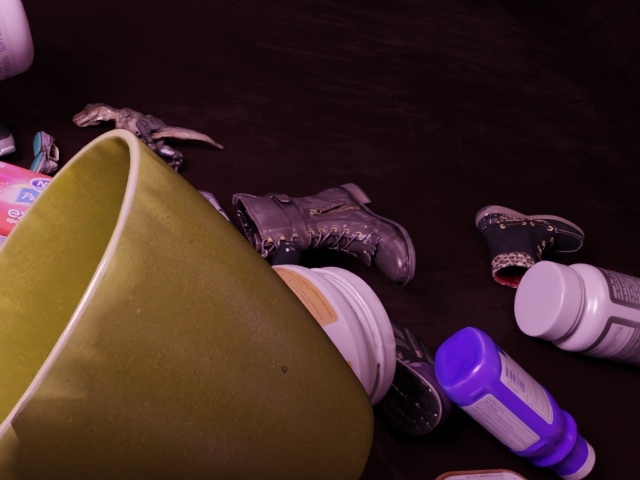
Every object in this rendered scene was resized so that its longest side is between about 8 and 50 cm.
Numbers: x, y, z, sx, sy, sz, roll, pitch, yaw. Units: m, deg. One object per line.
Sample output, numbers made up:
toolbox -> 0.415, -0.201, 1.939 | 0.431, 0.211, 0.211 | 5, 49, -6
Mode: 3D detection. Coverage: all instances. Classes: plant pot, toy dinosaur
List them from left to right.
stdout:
toy dinosaur -> -0.285, -0.178, 1.259 | 0.268, 0.064, 0.118 | 14, 33, -24
plant pot -> -0.104, 0.108, 0.571 | 0.293, 0.275, 0.274 | 34, 31, -31

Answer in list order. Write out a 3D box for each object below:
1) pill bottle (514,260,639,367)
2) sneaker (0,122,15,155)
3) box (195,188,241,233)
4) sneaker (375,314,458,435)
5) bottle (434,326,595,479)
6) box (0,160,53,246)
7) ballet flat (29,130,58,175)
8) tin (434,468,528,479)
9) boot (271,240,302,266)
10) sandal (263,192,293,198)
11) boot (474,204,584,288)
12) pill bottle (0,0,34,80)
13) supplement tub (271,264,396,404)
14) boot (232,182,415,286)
pill bottle -> 0.507, 0.132, 1.318 | 0.283, 0.161, 0.161 | 14, 39, -18
sneaker -> -0.542, -0.204, 1.103 | 0.215, 0.083, 0.084 | 39, 36, 12
box -> -0.191, -0.010, 1.089 | 0.184, 0.045, 0.190 | 7, 38, -53
sneaker -> 0.090, 0.160, 1.090 | 0.283, 0.107, 0.124 | 50, 27, 21
bottle -> 0.282, 0.243, 1.038 | 0.283, 0.092, 0.118 | 41, 20, -22
box -> -0.362, 0.000, 0.940 | 0.257, 0.128, 0.122 | 17, 38, -14
ballet flat -> -0.423, -0.125, 1.125 | 0.041, 0.041, 0.114 | 10, 41, -23
tin -> 0.221, 0.360, 0.972 | 0.190, 0.040, 0.106 | 6, 46, -27
boot -> -0.062, 0.072, 1.060 | 0.045, 0.121, 0.099 | 21, 31, -7
sandal -> -0.018, -0.037, 1.286 | 0.179, 0.040, 0.067 | 17, 33, 1
boot -> 0.430, 0.027, 1.459 | 0.237, 0.085, 0.178 | 13, 41, -10
pill bottle -> -0.611, -0.264, 0.942 | 0.408, 0.229, 0.229 | -28, 62, -25
supplement tub -> -0.085, 0.154, 0.854 | 0.316, 0.228, 0.228 | -12, 53, -42
boot -> 0.000, 0.000, 1.158 | 0.229, 0.091, 0.263 | -10, 40, -31
